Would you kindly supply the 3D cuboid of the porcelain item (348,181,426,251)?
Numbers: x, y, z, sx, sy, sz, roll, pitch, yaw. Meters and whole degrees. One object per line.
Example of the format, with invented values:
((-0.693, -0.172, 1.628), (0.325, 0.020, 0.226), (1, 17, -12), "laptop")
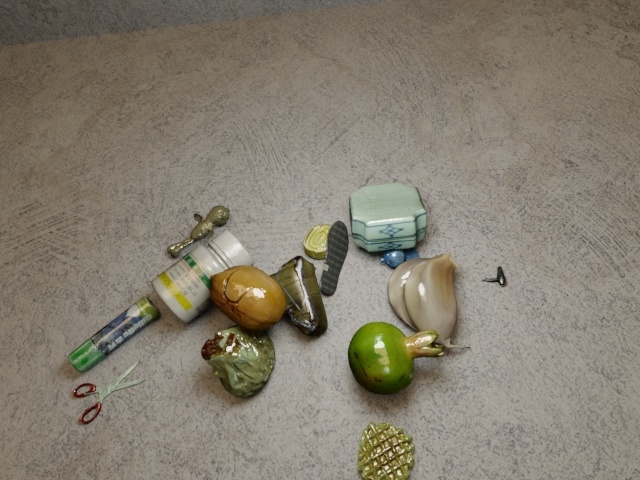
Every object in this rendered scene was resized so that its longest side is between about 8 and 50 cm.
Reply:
((0.252, -0.090, 1.632), (0.285, 0.157, 0.281), (-6, 37, 2), "porcelain item")

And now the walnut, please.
((-0.260, 0.189, 1.449), (0.297, 0.203, 0.203), (24, 65, 12), "walnut")

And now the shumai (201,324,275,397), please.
((-0.272, 0.382, 1.421), (0.189, 0.218, 0.256), (-18, 57, 11), "shumai")

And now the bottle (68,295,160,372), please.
((-0.763, 0.347, 1.576), (0.330, 0.093, 0.093), (-40, 62, -15), "bottle")

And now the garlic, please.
((0.357, 0.218, 1.483), (0.231, 0.245, 0.340), (-23, 66, 46), "garlic")

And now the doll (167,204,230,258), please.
((-0.501, -0.038, 1.778), (0.202, 0.091, 0.286), (-6, 39, 43), "doll")

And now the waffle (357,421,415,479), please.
((0.200, 0.656, 1.295), (0.169, 0.036, 0.184), (11, 62, 12), "waffle")

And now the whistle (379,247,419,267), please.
((0.300, 0.058, 1.615), (0.157, 0.090, 0.090), (-17, 58, -3), "whistle")

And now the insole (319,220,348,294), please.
((0.054, 0.064, 1.647), (0.110, 0.012, 0.310), (30, 61, -26), "insole")

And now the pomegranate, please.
((0.234, 0.360, 1.345), (0.301, 0.236, 0.236), (-25, 55, 24), "pomegranate")

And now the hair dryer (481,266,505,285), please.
((0.636, 0.133, 1.562), (0.083, 0.031, 0.079), (-5, 48, 14), "hair dryer")

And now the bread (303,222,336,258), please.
((0.000, 0.000, 1.701), (0.117, 0.064, 0.156), (25, 64, 16), "bread")

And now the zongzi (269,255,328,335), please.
((-0.139, 0.236, 1.553), (0.300, 0.138, 0.286), (-20, 65, 11), "zongzi")

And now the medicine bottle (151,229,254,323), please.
((-0.435, 0.128, 1.596), (0.339, 0.208, 0.208), (-40, 62, -16), "medicine bottle")

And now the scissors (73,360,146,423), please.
((-0.748, 0.528, 1.511), (0.247, 0.017, 0.144), (-29, 60, -12), "scissors")
